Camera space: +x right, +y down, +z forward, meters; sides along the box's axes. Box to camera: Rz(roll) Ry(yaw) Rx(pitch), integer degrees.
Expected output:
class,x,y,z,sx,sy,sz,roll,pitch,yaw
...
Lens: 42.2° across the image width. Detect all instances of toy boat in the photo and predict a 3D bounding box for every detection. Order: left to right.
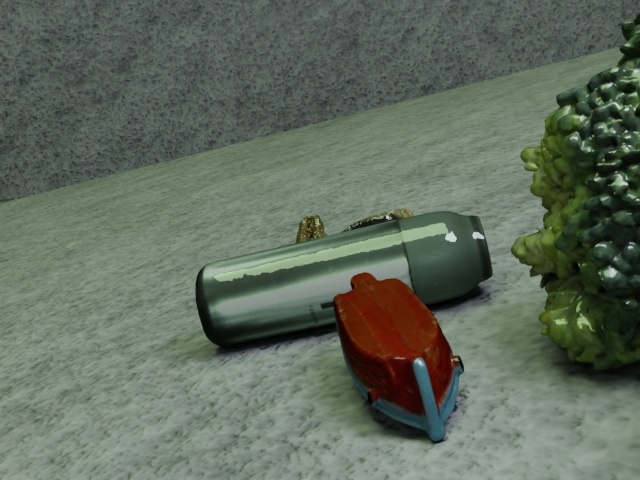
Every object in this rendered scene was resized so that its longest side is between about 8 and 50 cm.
class,x,y,z,sx,sy,sz,roll,pitch,yaw
toy boat,0.051,0.077,0.567,0.069,0.058,0.173,-16,21,-7

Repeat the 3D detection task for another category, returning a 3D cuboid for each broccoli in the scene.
class,x,y,z,sx,sy,sz,roll,pitch,yaw
broccoli,0.256,-0.020,0.573,0.247,0.262,0.243,20,-12,1

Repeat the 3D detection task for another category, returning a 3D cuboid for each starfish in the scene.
class,x,y,z,sx,sy,sz,roll,pitch,yaw
starfish,0.003,0.008,0.900,0.213,0.056,0.238,-19,8,12

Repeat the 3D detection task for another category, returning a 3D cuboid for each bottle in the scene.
class,x,y,z,sx,sy,sz,roll,pitch,yaw
bottle,0.021,0.035,0.732,0.254,0.079,0.096,-13,-25,6
